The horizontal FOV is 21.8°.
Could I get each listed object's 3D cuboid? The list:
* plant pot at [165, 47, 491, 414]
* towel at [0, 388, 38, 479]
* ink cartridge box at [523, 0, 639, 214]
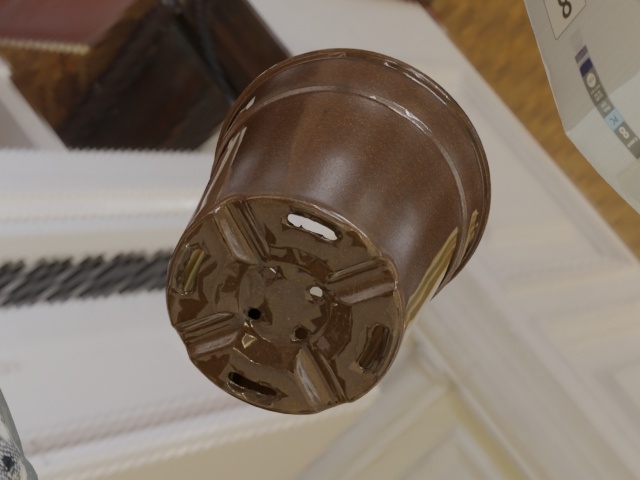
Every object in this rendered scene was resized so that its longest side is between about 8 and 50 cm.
[{"bbox_3d":[0.000,0.000,0.899,0.167,0.167,0.165,-48,-173,27],"label":"plant pot"},{"bbox_3d":[-0.107,0.112,0.444,0.056,0.312,0.324,-18,-168,2],"label":"towel"},{"bbox_3d":[0.276,-0.102,1.096,0.091,0.385,0.308,-2,155,-24],"label":"ink cartridge box"}]
